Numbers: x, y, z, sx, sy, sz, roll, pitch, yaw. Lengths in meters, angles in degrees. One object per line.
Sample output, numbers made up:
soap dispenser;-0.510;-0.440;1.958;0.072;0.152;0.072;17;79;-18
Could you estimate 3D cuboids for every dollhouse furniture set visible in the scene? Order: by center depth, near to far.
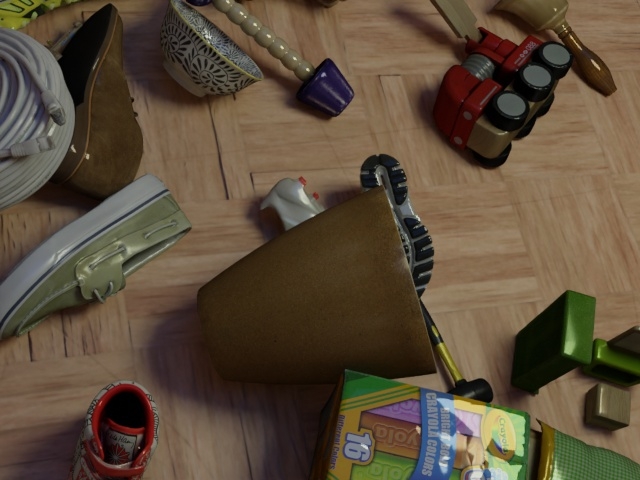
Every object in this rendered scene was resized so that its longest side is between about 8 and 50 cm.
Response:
dollhouse furniture set;0.360;0.250;1.232;0.197;0.151;0.301;19;60;-9

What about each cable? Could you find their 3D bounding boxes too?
cable;-0.427;-0.147;1.155;0.257;0.089;0.257;-23;59;2

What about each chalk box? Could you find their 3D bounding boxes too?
chalk box;0.136;0.287;1.107;0.289;0.180;0.179;14;62;-4

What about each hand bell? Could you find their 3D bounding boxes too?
hand bell;0.416;-0.341;1.590;0.242;0.126;0.126;49;60;-4

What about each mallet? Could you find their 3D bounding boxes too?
mallet;0.174;0.146;1.294;0.062;0.039;0.189;-10;64;-23

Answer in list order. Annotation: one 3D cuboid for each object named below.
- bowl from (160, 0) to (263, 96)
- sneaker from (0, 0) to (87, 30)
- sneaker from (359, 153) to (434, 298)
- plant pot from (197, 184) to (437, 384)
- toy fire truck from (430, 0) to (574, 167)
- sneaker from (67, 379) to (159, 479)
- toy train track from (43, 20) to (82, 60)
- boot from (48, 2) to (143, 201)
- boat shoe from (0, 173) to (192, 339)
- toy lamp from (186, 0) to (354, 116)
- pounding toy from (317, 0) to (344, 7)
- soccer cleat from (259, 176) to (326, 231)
bowl;-0.169;-0.256;1.337;0.170;0.170;0.080;46;104;7
sneaker;-0.412;-0.356;1.313;0.385;0.145;0.147;-7;101;-27
sneaker;0.103;-0.013;1.320;0.081;0.094;0.208;-10;84;-5
plant pot;-0.011;0.082;1.158;0.254;0.237;0.237;-17;69;3
toy fire truck;0.239;-0.273;1.469;0.246;0.158;0.217;35;59;14
sneaker;-0.240;0.283;1.022;0.090;0.145;0.270;15;61;-11
toy train track;-0.364;-0.276;1.316;0.048;0.014;0.083;32;73;37
boot;-0.297;-0.186;1.285;0.115;0.112;0.305;30;48;-38
boat shoe;-0.278;0.028;1.162;0.094;0.109;0.302;44;57;4
toy lamp;-0.066;-0.285;1.382;0.275;0.080;0.080;41;58;-12
pounding toy;-0.037;-0.431;1.492;0.269;0.155;0.154;-22;102;-17
soccer cleat;0.000;0.000;1.297;0.076;0.068;0.196;-41;92;5
